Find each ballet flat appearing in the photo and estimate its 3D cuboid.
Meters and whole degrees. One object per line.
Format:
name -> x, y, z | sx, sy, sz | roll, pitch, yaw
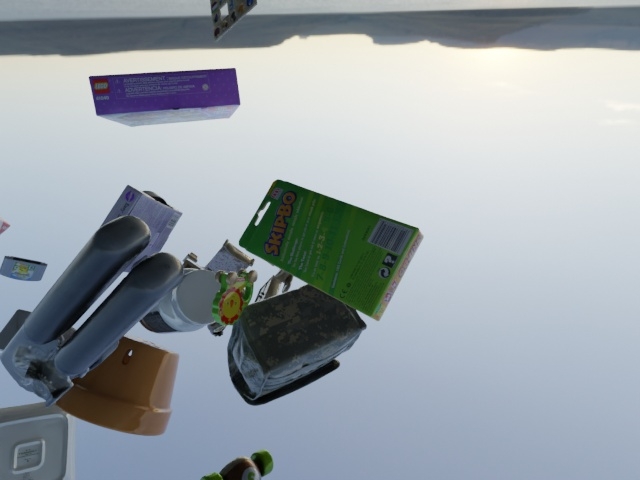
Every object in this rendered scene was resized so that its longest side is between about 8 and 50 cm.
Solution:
ballet flat -> -0.387, 0.333, 1.587 | 0.084, 0.058, 0.250 | -17, 170, -21

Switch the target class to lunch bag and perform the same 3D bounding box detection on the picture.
lunch bag -> -0.068, 0.233, 0.908 | 0.235, 0.287, 0.169 | -17, -118, -27

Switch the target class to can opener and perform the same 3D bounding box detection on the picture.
can opener -> -0.215, 0.071, 0.394 | 0.283, 0.076, 0.095 | -38, -173, 29

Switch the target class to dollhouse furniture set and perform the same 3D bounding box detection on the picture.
dollhouse furniture set -> -0.319, 0.122, 1.563 | 0.356, 0.303, 0.173 | 38, -151, -14

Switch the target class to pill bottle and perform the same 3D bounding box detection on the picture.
pill bottle -> -0.363, 0.159, 1.091 | 0.162, 0.162, 0.278 | -29, -171, -41

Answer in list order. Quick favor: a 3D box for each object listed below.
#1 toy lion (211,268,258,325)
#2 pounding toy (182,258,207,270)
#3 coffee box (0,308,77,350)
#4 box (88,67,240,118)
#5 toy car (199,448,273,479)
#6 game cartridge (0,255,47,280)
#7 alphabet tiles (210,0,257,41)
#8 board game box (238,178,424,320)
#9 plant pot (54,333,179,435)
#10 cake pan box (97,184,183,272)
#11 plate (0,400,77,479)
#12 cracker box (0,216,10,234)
toy lion -> -0.153, 0.100, 0.739 | 0.034, 0.096, 0.100 | 4, -179, 26
pounding toy -> -0.408, 0.151, 1.357 | 0.141, 0.130, 0.100 | 35, 172, -11
coffee box -> -0.738, 0.326, 1.208 | 0.168, 0.297, 0.118 | 5, -125, 24
box -> -0.253, -0.241, 0.728 | 0.201, 0.057, 0.293 | -9, -166, -14
toy car -> -0.134, 0.538, 0.814 | 0.188, 0.148, 0.155 | 34, -160, 36
game cartridge -> -0.677, 0.066, 0.953 | 0.083, 0.056, 0.017 | 18, -151, -37
alphabet tiles -> -0.232, -0.690, 1.138 | 0.237, 0.198, 0.009 | -14, 171, 42
board game box -> 0.000, 0.000, 0.584 | 0.259, 0.039, 0.124 | 25, -99, 34
plant pot -> -0.518, 0.370, 1.129 | 0.291, 0.291, 0.203 | 12, -109, 23
cake pan box -> -0.574, -0.026, 1.311 | 0.070, 0.266, 0.246 | 31, 178, 12
plate -> -0.833, 0.606, 1.182 | 0.045, 0.277, 0.277 | -17, 163, 37
cracker box -> -0.785, 0.019, 0.867 | 0.232, 0.067, 0.156 | -54, -169, -19
